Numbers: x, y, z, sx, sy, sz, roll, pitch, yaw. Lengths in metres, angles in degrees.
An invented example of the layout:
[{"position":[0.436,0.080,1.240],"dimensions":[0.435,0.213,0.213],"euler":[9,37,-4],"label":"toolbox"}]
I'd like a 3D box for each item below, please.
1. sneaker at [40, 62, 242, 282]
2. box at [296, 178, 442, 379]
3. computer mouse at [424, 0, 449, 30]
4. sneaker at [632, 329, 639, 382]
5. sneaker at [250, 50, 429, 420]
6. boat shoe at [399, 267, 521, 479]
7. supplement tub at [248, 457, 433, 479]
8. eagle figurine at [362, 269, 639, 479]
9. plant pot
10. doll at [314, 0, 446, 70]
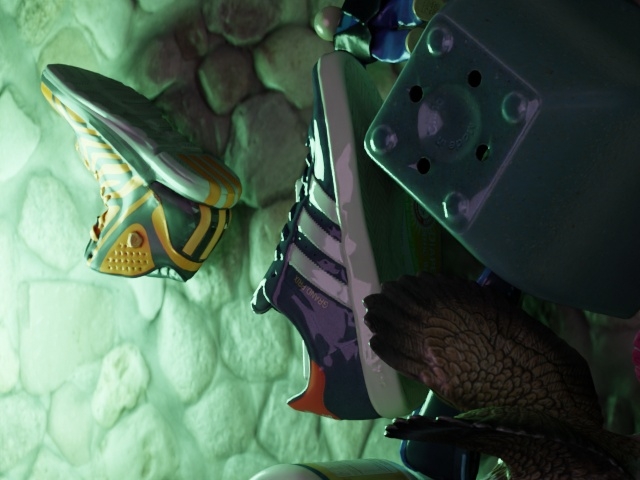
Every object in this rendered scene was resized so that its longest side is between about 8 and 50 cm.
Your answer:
[{"position":[-0.239,-0.065,2.199],"dimensions":[0.321,0.125,0.180],"euler":[41,114,35],"label":"sneaker"},{"position":[0.052,0.035,1.940],"dimensions":[0.103,0.114,0.203],"euler":[-6,85,38],"label":"box"},{"position":[0.137,-0.229,1.935],"dimensions":[0.071,0.041,0.242],"euler":[19,96,60],"label":"computer mouse"},{"position":[0.353,0.061,1.684],"dimensions":[0.103,0.111,0.252],"euler":[41,137,36],"label":"sneaker"},{"position":[0.000,0.000,1.824],"dimensions":[0.148,0.131,0.350],"euler":[-10,82,24],"label":"sneaker"},{"position":[0.160,0.126,1.866],"dimensions":[0.089,0.109,0.258],"euler":[29,129,16],"label":"boat shoe"},{"position":[0.023,0.288,1.899],"dimensions":[0.144,0.200,0.144],"euler":[-3,85,41],"label":"supplement tub"},{"position":[0.177,0.173,1.676],"dimensions":[0.226,0.225,0.298],"euler":[1,132,46],"label":"eagle figurine"},{"position":[0.189,-0.094,1.733],"dimensions":[0.247,0.252,0.247],"euler":[45,117,33],"label":"plant pot"},{"position":[0.057,-0.224,1.979],"dimensions":[0.189,0.046,0.129],"euler":[8,85,57],"label":"doll"}]
